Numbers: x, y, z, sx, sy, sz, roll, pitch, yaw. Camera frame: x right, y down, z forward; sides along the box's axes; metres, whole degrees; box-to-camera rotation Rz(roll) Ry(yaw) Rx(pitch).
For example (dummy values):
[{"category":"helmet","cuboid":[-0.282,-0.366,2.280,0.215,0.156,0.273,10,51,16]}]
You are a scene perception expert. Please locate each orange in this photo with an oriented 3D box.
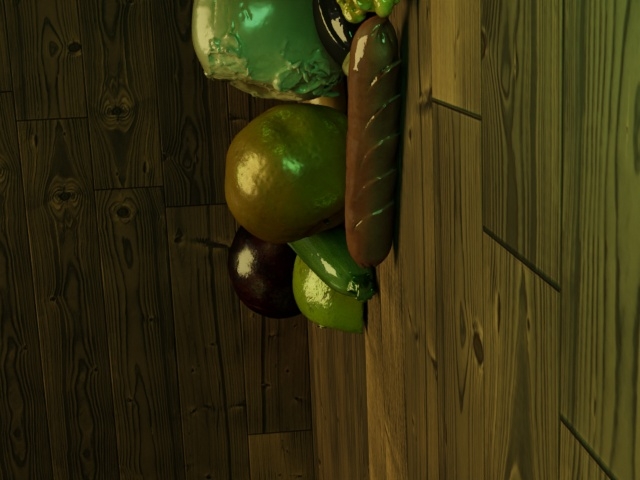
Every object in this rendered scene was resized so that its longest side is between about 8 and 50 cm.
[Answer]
[{"category":"orange","cuboid":[-0.045,-0.124,1.868,0.235,0.279,0.279,63,170,13]}]

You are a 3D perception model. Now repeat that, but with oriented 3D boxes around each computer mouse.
[{"category":"computer mouse","cuboid":[0.031,-0.392,1.719,0.137,0.086,0.270,57,-154,-66]}]

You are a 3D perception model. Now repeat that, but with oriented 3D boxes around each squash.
[{"category":"squash","cuboid":[0.000,0.000,2.007,0.395,0.107,0.107,-132,34,-51]}]

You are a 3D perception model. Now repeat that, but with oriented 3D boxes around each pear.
[{"category":"pear","cuboid":[0.020,0.032,2.146,0.288,0.139,0.239,-103,22,-68]}]

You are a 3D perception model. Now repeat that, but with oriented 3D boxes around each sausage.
[{"category":"sausage","cuboid":[0.076,-0.141,1.534,0.088,0.088,0.433,-100,9,-54]}]

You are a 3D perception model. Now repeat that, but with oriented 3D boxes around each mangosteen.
[{"category":"mangosteen","cuboid":[-0.072,0.047,2.472,0.297,0.293,0.297,10,-103,-53]}]

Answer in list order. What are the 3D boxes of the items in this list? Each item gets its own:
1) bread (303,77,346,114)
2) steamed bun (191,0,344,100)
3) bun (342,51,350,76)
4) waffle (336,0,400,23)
[{"category":"bread","cuboid":[0.002,-0.355,2.222,0.147,0.098,0.217,102,166,-86]},{"category":"steamed bun","cuboid":[-0.059,-0.411,1.873,0.334,0.233,0.312,-2,-79,-60]},{"category":"bun","cuboid":[0.075,-0.279,1.581,0.086,0.055,0.086,-53,12,17]},{"category":"waffle","cuboid":[0.036,-0.441,1.336,0.283,0.065,0.309,37,136,44]}]
